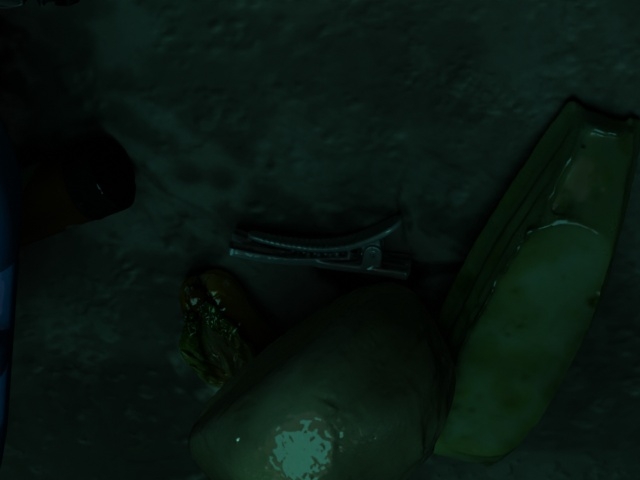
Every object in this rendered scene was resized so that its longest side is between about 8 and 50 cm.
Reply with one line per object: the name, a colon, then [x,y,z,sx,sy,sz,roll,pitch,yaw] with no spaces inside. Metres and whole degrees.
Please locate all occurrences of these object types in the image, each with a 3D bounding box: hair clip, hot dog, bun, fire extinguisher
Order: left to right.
fire extinguisher: [-0.200,-0.014,1.250,0.177,0.050,0.062,-19,161,24]
hot dog: [-0.056,0.074,1.297,0.056,0.041,0.133,-19,123,22]
hair clip: [0.000,-0.001,1.240,0.115,0.030,0.039,3,109,4]
bun: [0.011,0.108,1.212,0.173,0.166,0.113,-37,95,-13]

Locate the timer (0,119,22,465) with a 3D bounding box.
timer: [-0.324,0.040,1.083,0.309,0.115,0.340,6,118,-5]

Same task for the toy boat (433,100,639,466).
toy boat: [0.125,0.044,1.235,0.093,0.055,0.293,15,129,-6]

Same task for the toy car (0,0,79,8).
toy car: [-0.105,-0.198,1.063,0.191,0.100,0.097,-12,127,-6]
